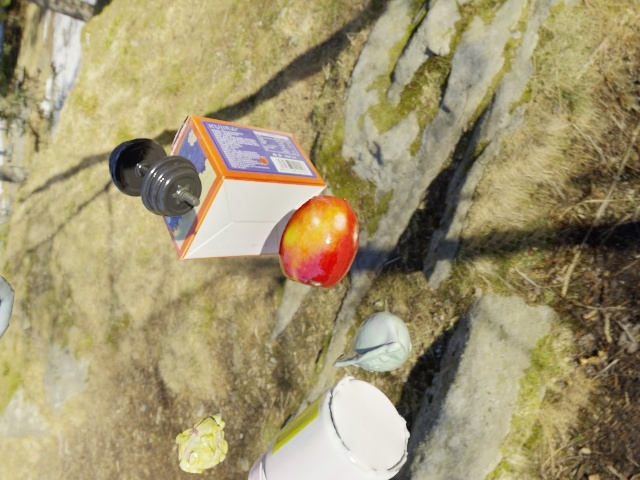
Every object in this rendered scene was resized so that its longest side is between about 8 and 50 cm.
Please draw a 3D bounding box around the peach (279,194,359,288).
[{"bbox_3d":[0.000,0.000,1.074,0.190,0.196,0.226,17,87,23],"label":"peach"}]

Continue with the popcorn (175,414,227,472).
[{"bbox_3d":[-0.244,0.427,0.927,0.089,0.097,0.109,-18,32,21],"label":"popcorn"}]

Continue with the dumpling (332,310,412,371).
[{"bbox_3d":[0.106,0.205,0.828,0.105,0.216,0.149,36,86,10],"label":"dumpling"}]

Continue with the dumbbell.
[{"bbox_3d":[-0.256,-0.099,0.689,0.208,0.099,0.099,30,111,29],"label":"dumbbell"}]

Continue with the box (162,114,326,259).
[{"bbox_3d":[-0.237,-0.144,1.283,0.318,0.349,0.257,-52,56,36],"label":"box"}]

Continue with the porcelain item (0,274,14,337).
[{"bbox_3d":[-0.639,0.063,0.556,0.242,0.405,0.178,-81,16,-50],"label":"porcelain item"}]

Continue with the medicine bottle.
[{"bbox_3d":[0.004,0.491,1.003,0.378,0.213,0.213,-51,54,30],"label":"medicine bottle"}]
